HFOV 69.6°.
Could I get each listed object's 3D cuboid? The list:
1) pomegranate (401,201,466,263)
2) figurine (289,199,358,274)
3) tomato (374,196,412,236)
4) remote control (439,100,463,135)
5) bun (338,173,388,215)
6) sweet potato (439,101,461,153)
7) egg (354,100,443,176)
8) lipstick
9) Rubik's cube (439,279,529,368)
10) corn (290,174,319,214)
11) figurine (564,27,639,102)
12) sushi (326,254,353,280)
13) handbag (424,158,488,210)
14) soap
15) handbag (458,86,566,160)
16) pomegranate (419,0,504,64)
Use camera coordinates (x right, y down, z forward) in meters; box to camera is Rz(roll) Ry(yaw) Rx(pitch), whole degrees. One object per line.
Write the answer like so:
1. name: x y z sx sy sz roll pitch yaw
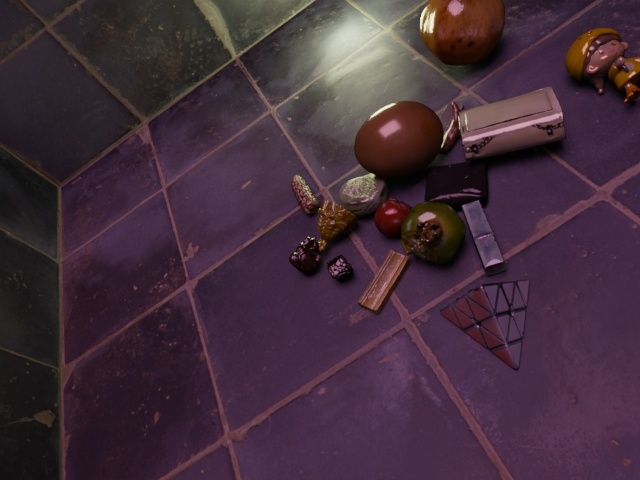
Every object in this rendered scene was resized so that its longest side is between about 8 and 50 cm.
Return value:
1. pomegranate: 0.395 -0.033 1.637 0.235 0.302 0.236 -2 83 17
2. figurine: 0.003 0.002 1.948 0.187 0.168 0.315 31 86 29
3. tomato: 0.292 -0.089 1.831 0.167 0.167 0.167 -15 53 20
4. remote control: 0.561 -0.528 2.056 0.077 0.022 0.245 22 72 36
5. bun: 0.190 -0.188 1.979 0.221 0.108 0.221 -17 43 17
6. sweet potato: 0.567 -0.473 1.986 0.078 0.058 0.255 23 78 -9
7. egg: 0.321 -0.414 1.904 0.373 0.301 0.301 -18 49 -9
8. lipstick: 0.585 -0.016 1.658 0.076 0.077 0.290 -20 50 18
9. Rubik's cube: 0.542 0.227 1.473 0.229 0.233 0.228 -74 4 -69
10. corn: -0.081 -0.219 2.165 0.086 0.086 0.253 -34 49 5
11. figurine: 1.099 -0.667 1.751 0.215 0.187 0.344 -27 55 -1
12. sushi: 0.079 0.115 1.844 0.084 0.094 0.098 -33 65 11
13. handbag: 0.535 -0.225 1.827 0.246 0.080 0.223 -5 57 26
14. soap: 0.245 0.156 1.760 0.092 0.037 0.252 24 72 37
15. handbag: 0.733 -0.435 1.786 0.358 0.160 0.237 -11 33 23
16. pomegranate: 0.647 -1.011 2.079 0.410 0.410 0.410 -15 53 20
